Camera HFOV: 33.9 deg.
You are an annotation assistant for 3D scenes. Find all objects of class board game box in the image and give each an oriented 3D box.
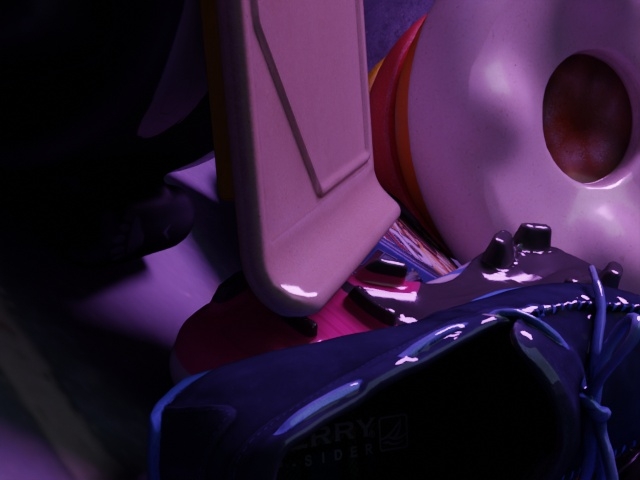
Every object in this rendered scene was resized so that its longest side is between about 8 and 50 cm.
[{"bbox_3d":[0.024,-0.012,0.763,0.243,0.042,0.165,31,17,-49],"label":"board game box"}]

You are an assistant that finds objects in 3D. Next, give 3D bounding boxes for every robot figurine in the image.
[{"bbox_3d":[-0.117,-0.114,0.511,0.173,0.209,0.278,28,9,10],"label":"robot figurine"}]

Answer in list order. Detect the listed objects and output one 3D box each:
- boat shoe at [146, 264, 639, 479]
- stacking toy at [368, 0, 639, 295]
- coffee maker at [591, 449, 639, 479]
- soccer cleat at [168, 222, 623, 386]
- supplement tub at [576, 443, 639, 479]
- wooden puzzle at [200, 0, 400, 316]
[{"bbox_3d":[0.066,0.076,0.402,0.089,0.258,0.109,-3,-80,57],"label":"boat shoe"},{"bbox_3d":[0.145,-0.110,1.076,0.350,0.351,0.480,39,-14,-21],"label":"stacking toy"},{"bbox_3d":[0.235,0.213,0.681,0.171,0.120,0.178,17,3,-1],"label":"coffee maker"},{"bbox_3d":[0.055,0.082,0.558,0.116,0.143,0.331,32,26,36],"label":"soccer cleat"},{"bbox_3d":[0.216,0.134,0.928,0.106,0.106,0.198,32,16,-46],"label":"supplement tub"},{"bbox_3d":[-0.015,-0.105,0.480,0.221,0.044,0.239,-43,126,-71],"label":"wooden puzzle"}]
